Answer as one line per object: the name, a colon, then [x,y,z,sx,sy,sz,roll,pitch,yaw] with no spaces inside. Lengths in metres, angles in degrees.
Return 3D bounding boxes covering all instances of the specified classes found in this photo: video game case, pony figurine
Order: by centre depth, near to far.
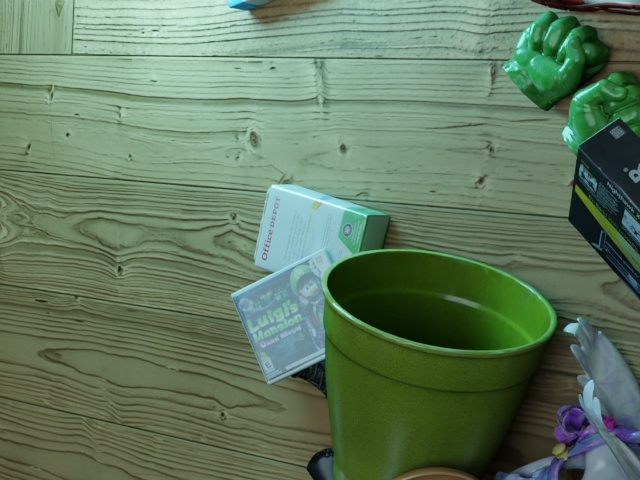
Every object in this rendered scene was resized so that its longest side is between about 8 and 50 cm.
pony figurine: [0.436,0.334,1.834,0.351,0.303,0.363,44,115,-11]
video game case: [-0.040,0.132,2.116,0.190,0.022,0.173,-27,78,14]

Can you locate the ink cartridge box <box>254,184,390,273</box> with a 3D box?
ink cartridge box: [0.000,0.000,2.181,0.212,0.093,0.154,18,101,29]

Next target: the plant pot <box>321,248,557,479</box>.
plant pot: [0.159,0.246,1.965,0.366,0.366,0.353,23,116,31]

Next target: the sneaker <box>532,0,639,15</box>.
sneaker: [0.416,-0.424,1.909,0.221,0.087,0.128,13,91,20]

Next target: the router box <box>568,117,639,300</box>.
router box: [0.487,0.006,1.763,0.081,0.243,0.309,-34,66,-8]

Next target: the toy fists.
toy fists: [0.407,-0.234,1.903,0.142,0.096,0.279,-46,67,25]

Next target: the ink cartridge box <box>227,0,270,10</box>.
ink cartridge box: [-0.091,-0.496,2.239,0.180,0.060,0.104,-14,84,33]

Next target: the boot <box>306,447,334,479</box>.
boot: [0.032,0.473,2.137,0.246,0.094,0.207,-34,71,-7]

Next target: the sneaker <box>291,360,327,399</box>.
sneaker: [-0.016,0.229,2.181,0.227,0.130,0.087,45,116,22]

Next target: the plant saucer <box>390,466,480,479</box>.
plant saucer: [0.169,0.413,1.872,0.200,0.037,0.200,0,124,-1]
